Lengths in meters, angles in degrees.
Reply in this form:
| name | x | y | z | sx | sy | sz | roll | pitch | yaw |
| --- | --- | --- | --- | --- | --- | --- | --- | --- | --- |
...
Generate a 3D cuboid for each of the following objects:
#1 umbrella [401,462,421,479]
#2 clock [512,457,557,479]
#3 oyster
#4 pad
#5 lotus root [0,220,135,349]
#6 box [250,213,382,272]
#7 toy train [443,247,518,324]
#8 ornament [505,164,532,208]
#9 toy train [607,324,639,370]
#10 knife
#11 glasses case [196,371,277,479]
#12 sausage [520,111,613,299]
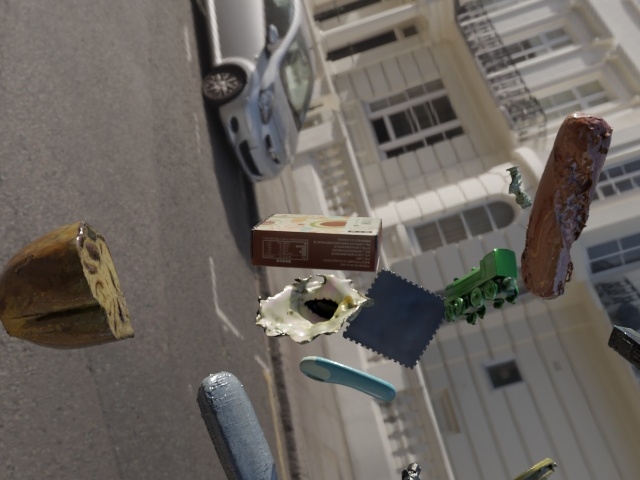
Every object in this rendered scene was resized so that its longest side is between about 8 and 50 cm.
| name | x | y | z | sx | sy | sz | roll | pitch | yaw |
| --- | --- | --- | --- | --- | --- | --- | --- | --- | --- |
| umbrella | 0.217 | 0.670 | 1.608 | 0.224 | 0.071 | 0.080 | -49 | 162 | -54 |
| clock | 0.438 | 0.577 | 1.398 | 0.057 | 0.237 | 0.237 | 52 | -6 | 31 |
| oyster | -0.016 | 0.117 | 1.017 | 0.209 | 0.133 | 0.072 | -37 | 148 | -47 |
| pad | 0.242 | 0.250 | 1.962 | 0.269 | 0.269 | 0.012 | 28 | 14 | -9 |
| lotus root | -0.402 | 0.083 | 0.948 | 0.199 | 0.180 | 0.188 | 121 | -48 | -79 |
| box | 0.000 | 0.000 | 2.022 | 0.344 | 0.386 | 0.122 | -54 | 146 | -77 |
| toy train | 0.362 | 0.112 | 1.432 | 0.251 | 0.085 | 0.119 | 133 | -39 | -60 |
| ornament | 0.436 | -0.120 | 1.390 | 0.092 | 0.041 | 0.068 | 55 | 34 | -26 |
| toy train | 0.655 | 0.238 | 1.231 | 0.234 | 0.051 | 0.052 | -116 | -144 | -73 |
| knife | 0.060 | 0.304 | 1.380 | 0.031 | 0.222 | 0.064 | -57 | 162 | -61 |
| glasses case | -0.177 | 0.417 | 1.333 | 0.109 | 0.067 | 0.282 | -13 | 76 | -50 |
| sausage | 0.346 | -0.029 | 0.908 | 0.079 | 0.087 | 0.326 | 46 | -33 | 42 |
